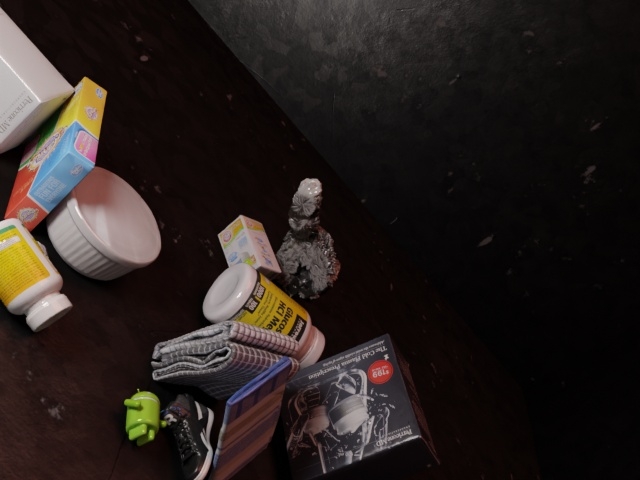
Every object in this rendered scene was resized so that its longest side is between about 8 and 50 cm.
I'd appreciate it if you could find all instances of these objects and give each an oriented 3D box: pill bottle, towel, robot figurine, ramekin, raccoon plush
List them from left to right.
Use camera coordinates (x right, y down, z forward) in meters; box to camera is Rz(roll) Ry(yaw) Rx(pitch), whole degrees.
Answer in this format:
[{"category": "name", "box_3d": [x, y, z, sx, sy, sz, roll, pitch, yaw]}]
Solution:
[{"category": "pill bottle", "box_3d": [-0.585, 0.071, 1.377, 0.208, 0.117, 0.117, 53, 21, 0]}, {"category": "ramekin", "box_3d": [-0.516, -0.030, 1.644, 0.273, 0.127, 0.273, 48, 21, -25]}, {"category": "robot figurine", "box_3d": [-0.366, 0.363, 1.447, 0.101, 0.067, 0.115, 50, 18, -37]}, {"category": "towel", "box_3d": [-0.221, 0.281, 1.610, 0.235, 0.283, 0.121, 22, 56, -48]}, {"category": "towel", "box_3d": [-0.156, 0.397, 1.520, 0.034, 0.285, 0.209, 32, 37, 24]}, {"category": "pill bottle", "box_3d": [-0.148, 0.226, 1.948, 0.334, 0.188, 0.188, 41, 24, -28]}, {"category": "raccoon plush", "box_3d": [0.000, 0.000, 2.362, 0.216, 0.447, 0.299, 22, 19, 9]}]

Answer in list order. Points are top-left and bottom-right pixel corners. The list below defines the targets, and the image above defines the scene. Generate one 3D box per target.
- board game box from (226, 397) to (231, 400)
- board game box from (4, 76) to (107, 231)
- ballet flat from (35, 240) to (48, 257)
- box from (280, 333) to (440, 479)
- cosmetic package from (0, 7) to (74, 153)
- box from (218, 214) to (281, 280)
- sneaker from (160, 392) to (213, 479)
[{"category": "board game box", "box_3d": [-0.166, 0.418, 1.838, 0.126, 0.026, 0.186, 53, 21, 0]}, {"category": "board game box", "box_3d": [-0.599, -0.202, 1.599, 0.064, 0.242, 0.317, 36, 26, -34]}, {"category": "ballet flat", "box_3d": [-0.593, 0.054, 1.499, 0.041, 0.041, 0.114, 20, 40, -55]}, {"category": "box", "box_3d": [0.089, 0.466, 1.815, 0.179, 0.343, 0.313, 57, 13, -45]}, {"category": "cosmetic package", "box_3d": [-0.781, -0.407, 1.579, 0.385, 0.217, 0.156, 48, 22, -7]}, {"category": "box", "box_3d": [-0.223, 0.040, 2.181, 0.103, 0.114, 0.203, 23, 36, -50]}, {"category": "sneaker", "box_3d": [-0.299, 0.420, 1.503, 0.121, 0.079, 0.217, 40, 16, -23]}]
